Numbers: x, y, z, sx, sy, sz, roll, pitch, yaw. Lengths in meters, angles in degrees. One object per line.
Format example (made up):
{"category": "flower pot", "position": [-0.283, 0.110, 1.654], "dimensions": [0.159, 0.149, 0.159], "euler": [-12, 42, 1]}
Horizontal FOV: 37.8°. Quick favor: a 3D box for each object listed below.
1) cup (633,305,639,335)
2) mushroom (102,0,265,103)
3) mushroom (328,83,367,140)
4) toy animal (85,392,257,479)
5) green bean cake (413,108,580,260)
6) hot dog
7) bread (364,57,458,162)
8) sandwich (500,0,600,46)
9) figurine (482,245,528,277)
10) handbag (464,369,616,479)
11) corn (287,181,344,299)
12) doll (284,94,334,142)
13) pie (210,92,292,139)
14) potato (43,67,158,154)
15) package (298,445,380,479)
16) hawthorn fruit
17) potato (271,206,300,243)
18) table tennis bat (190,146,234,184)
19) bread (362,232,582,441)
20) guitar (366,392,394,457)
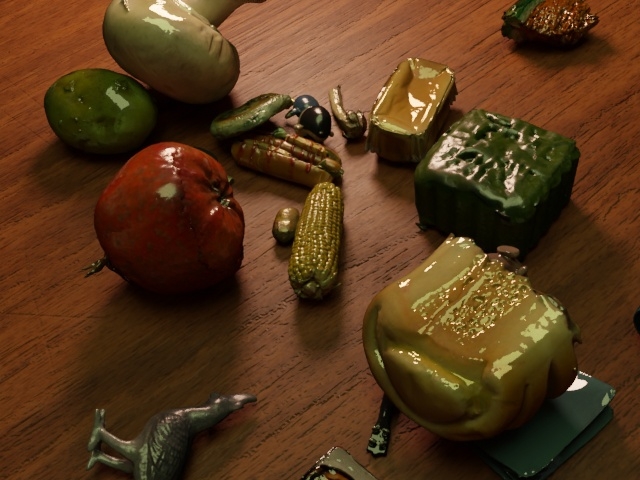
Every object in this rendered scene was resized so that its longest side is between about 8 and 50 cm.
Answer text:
{"category": "cup", "position": [0.620, 0.121, 1.538], "dimensions": [0.155, 0.131, 0.176], "euler": [-40, 81, -20]}
{"category": "mushroom", "position": [-0.282, -0.419, 2.001], "dimensions": [0.356, 0.315, 0.315], "euler": [-6, 48, -10]}
{"category": "mushroom", "position": [0.050, -0.281, 1.990], "dimensions": [0.060, 0.061, 0.187], "euler": [-20, 45, -5]}
{"category": "toy animal", "position": [-0.273, 0.341, 1.447], "dimensions": [0.206, 0.081, 0.367], "euler": [24, 54, 11]}
{"category": "green bean cake", "position": [0.326, -0.113, 1.743], "dimensions": [0.250, 0.156, 0.247], "euler": [28, 55, 27]}
{"category": "hot dog", "position": [-0.064, -0.174, 1.893], "dimensions": [0.250, 0.076, 0.104], "euler": [18, 52, 24]}
{"category": "bread", "position": [0.188, -0.264, 1.924], "dimensions": [0.136, 0.107, 0.241], "euler": [16, 52, 16]}
{"category": "sandwich", "position": [0.508, -0.487, 2.099], "dimensions": [0.185, 0.109, 0.160], "euler": [-34, 73, -24]}
{"category": "figurine", "position": [0.296, 0.081, 1.597], "dimensions": [0.125, 0.138, 0.125], "euler": [-5, 13, 1]}
{"category": "handbag", "position": [0.342, 0.281, 1.464], "dimensions": [0.221, 0.057, 0.144], "euler": [-37, 47, -22]}
{"category": "corn", "position": [-0.004, -0.003, 1.724], "dimensions": [0.091, 0.091, 0.260], "euler": [-25, 35, 31]}
{"category": "doll", "position": [-0.024, -0.251, 1.953], "dimensions": [0.102, 0.089, 0.179], "euler": [6, 22, -23]}
{"category": "pie", "position": [-0.148, -0.266, 1.953], "dimensions": [0.187, 0.041, 0.187], "euler": [-23, 19, 8]}
{"category": "potato", "position": [-0.462, -0.271, 1.975], "dimensions": [0.253, 0.148, 0.186], "euler": [23, 87, 19]}
{"category": "package", "position": [0.002, 0.424, 1.384], "dimensions": [0.154, 0.030, 0.239], "euler": [34, 59, 28]}
{"category": "hawthorn fruit", "position": [-0.294, -0.020, 1.673], "dimensions": [0.307, 0.276, 0.276], "euler": [-25, 49, 2]}
{"category": "potato", "position": [-0.065, -0.029, 1.786], "dimensions": [0.051, 0.040, 0.083], "euler": [16, 52, 3]}
{"category": "table tennis bat", "position": [-0.242, -0.150, 1.931], "dimensions": [0.156, 0.013, 0.087], "euler": [28, 56, 28]}
{"category": "bread", "position": [0.226, 0.171, 1.441], "dimensions": [0.270, 0.211, 0.316], "euler": [-41, 49, -15]}
{"category": "guitar", "position": [0.120, 0.231, 1.537], "dimensions": [0.084, 0.038, 0.271], "euler": [8, 50, 15]}
